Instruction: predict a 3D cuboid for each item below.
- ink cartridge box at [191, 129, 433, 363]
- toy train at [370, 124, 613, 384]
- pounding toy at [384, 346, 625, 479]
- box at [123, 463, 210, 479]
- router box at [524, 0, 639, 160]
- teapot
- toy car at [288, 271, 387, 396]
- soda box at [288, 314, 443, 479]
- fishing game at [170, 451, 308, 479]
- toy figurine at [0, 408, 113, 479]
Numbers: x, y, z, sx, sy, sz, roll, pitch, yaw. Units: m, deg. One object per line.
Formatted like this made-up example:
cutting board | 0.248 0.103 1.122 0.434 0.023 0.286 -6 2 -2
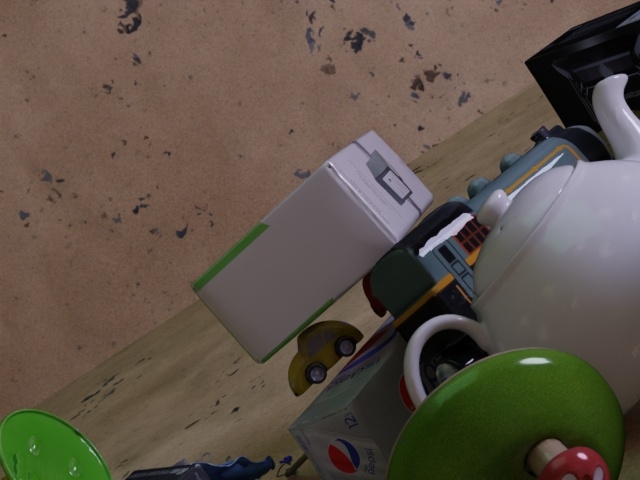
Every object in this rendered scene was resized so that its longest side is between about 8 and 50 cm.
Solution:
ink cartridge box | 0.000 0.000 1.642 0.198 0.115 0.273 -42 0 15
toy train | 0.205 0.016 1.500 0.334 0.190 0.142 -38 -4 -30
pounding toy | 0.125 0.191 1.042 0.237 0.183 0.110 -34 34 -4
box | -0.200 0.341 1.395 0.270 0.143 0.165 -39 9 -31
router box | 0.370 -0.131 1.610 0.081 0.243 0.309 -36 9 -16
teapot | 0.208 0.029 1.278 0.252 0.187 0.256 -56 -2 34
toy car | 0.068 0.053 1.630 0.239 0.053 0.225 -43 1 -37
soda box | 0.087 0.146 1.594 0.091 0.098 0.286 -28 10 38
fishing game | -0.140 0.249 1.613 0.264 0.041 0.189 -11 -17 -12
toy figurine | -0.282 0.264 1.377 0.159 0.130 0.173 -44 30 21
